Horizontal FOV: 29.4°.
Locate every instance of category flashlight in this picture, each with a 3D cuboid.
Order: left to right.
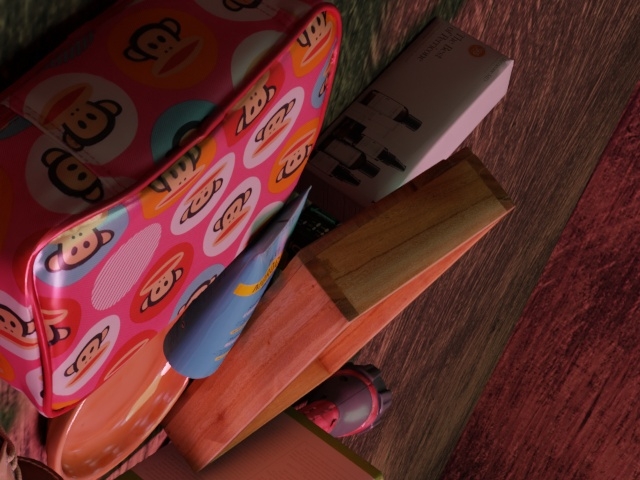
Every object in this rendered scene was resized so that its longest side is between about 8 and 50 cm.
[{"bbox_3d":[-0.005,0.241,1.642,0.304,0.103,0.103,-14,110,-64],"label":"flashlight"}]

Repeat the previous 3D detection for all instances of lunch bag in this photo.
[{"bbox_3d":[-0.113,-0.028,0.800,0.293,0.120,0.258,-45,161,-32],"label":"lunch bag"}]

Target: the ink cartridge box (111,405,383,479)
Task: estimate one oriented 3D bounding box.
[{"bbox_3d":[-0.089,0.284,1.282,0.255,0.189,0.097,-28,140,-43],"label":"ink cartridge box"}]

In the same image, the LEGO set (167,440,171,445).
[{"bbox_3d":[-0.169,0.299,1.419,0.182,0.060,0.244,-55,151,-3],"label":"LEGO set"}]

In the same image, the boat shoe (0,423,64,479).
[{"bbox_3d":[-0.248,0.170,0.814,0.116,0.123,0.324,-59,165,3],"label":"boat shoe"}]

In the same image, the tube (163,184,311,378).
[{"bbox_3d":[-0.067,0.038,0.956,0.207,0.052,0.080,-53,-173,47],"label":"tube"}]

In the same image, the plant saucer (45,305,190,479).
[{"bbox_3d":[-0.172,0.125,1.070,0.200,0.037,0.200,-48,162,-21],"label":"plant saucer"}]

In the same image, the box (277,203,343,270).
[{"bbox_3d":[0.000,0.000,1.279,0.083,0.052,0.062,-40,157,-45],"label":"box"}]

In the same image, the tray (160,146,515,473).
[{"bbox_3d":[-0.003,0.077,1.129,0.203,0.076,0.411,-32,169,-33],"label":"tray"}]

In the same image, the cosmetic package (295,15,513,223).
[{"bbox_3d":[0.086,-0.116,1.217,0.239,0.099,0.060,-48,163,-26],"label":"cosmetic package"}]
